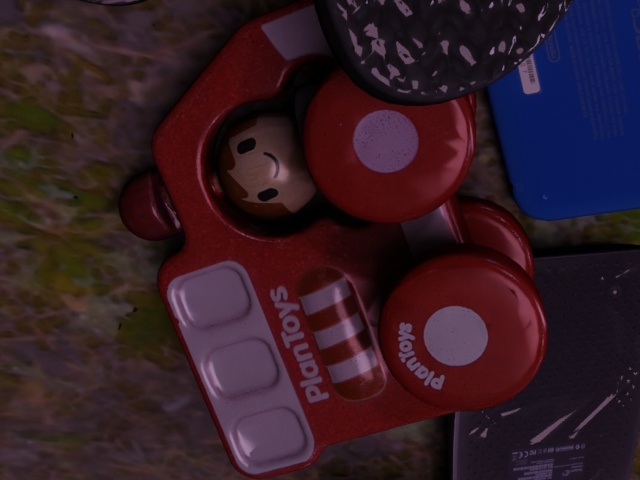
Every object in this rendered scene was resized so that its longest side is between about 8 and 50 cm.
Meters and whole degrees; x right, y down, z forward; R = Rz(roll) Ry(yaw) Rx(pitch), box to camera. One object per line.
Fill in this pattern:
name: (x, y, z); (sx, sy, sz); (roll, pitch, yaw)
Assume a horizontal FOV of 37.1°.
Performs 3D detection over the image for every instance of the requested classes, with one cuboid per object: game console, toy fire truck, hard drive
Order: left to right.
toy fire truck: (0.000, 0.000, 0.639); (0.254, 0.169, 0.302); (-19, 102, 14)
hard drive: (0.185, 0.124, 0.795); (0.172, 0.054, 0.254); (-4, 111, -14)
game console: (0.248, -0.190, 0.707); (0.250, 0.173, 0.293); (-8, 116, 22)

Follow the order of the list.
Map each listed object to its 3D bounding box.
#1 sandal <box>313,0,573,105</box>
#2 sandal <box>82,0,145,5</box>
sandal: (0.070, -0.284, 0.537); (0.168, 0.107, 0.445); (7, 82, -20)
sandal: (-0.175, -0.247, 0.555); (0.097, 0.054, 0.254); (-32, 115, -1)
